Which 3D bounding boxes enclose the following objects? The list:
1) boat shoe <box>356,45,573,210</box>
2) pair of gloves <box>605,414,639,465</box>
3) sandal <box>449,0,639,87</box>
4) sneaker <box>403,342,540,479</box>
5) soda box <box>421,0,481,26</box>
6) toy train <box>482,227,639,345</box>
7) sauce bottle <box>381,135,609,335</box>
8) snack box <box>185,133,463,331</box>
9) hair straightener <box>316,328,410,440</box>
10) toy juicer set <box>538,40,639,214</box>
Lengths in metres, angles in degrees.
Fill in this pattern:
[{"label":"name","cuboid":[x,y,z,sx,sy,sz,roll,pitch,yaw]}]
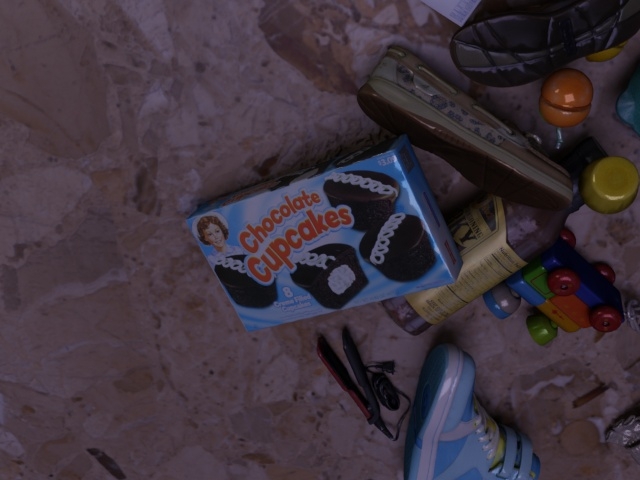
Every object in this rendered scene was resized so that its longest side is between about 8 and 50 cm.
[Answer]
[{"label":"boat shoe","cuboid":[0.185,-0.133,1.029,0.285,0.104,0.089,31,77,0]},{"label":"pair of gloves","cuboid":[0.586,0.274,1.328,0.204,0.042,0.240,23,122,-15]},{"label":"sandal","cuboid":[0.252,-0.238,0.972,0.219,0.060,0.090,-20,122,3]},{"label":"sneaker","cuboid":[0.245,0.284,1.304,0.208,0.127,0.319,7,131,1]},{"label":"soda box","cuboid":[0.082,-0.323,0.929,0.216,0.074,0.069,29,119,-15]},{"label":"toy train","cuboid":[0.355,0.105,1.207,0.248,0.105,0.143,38,127,-20]},{"label":"sauce bottle","cuboid":[0.231,-0.008,1.133,0.344,0.111,0.111,-38,113,18]},{"label":"snack box","cuboid":[0.000,0.000,1.115,0.322,0.060,0.187,-17,110,30]},{"label":"hair straightener","cuboid":[0.081,0.223,1.316,0.089,0.047,0.230,-22,118,16]},{"label":"toy juicer set","cuboid":[0.409,-0.197,1.012,0.329,0.089,0.209,-34,80,7]}]
